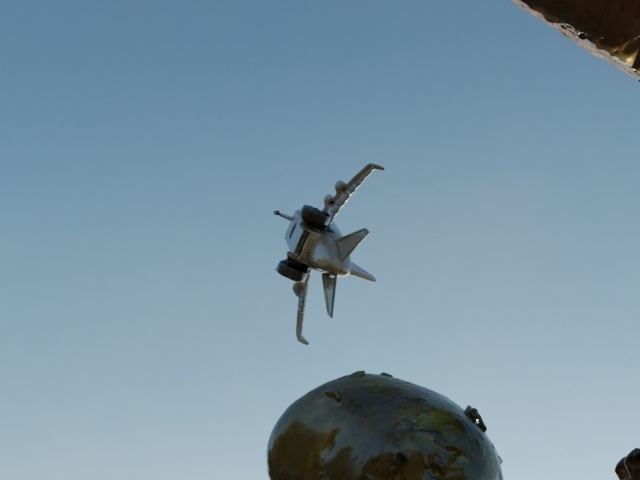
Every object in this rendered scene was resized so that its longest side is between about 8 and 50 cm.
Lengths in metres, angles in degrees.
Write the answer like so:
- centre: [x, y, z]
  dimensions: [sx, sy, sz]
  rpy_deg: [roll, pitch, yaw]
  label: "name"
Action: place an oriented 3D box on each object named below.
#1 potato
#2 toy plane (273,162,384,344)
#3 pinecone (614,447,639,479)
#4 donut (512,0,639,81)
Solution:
- centre: [0.047, 0.164, 0.590]
  dimensions: [0.176, 0.137, 0.137]
  rpy_deg: [20, -34, 49]
  label: "potato"
- centre: [-0.004, -0.001, 1.115]
  dimensions: [0.101, 0.255, 0.251]
  rpy_deg: [19, -78, -21]
  label: "toy plane"
- centre: [0.399, 0.320, 0.959]
  dimensions: [0.150, 0.195, 0.179]
  rpy_deg: [-8, -91, 60]
  label: "pinecone"
- centre: [0.261, -0.282, 0.830]
  dimensions: [0.317, 0.299, 0.150]
  rpy_deg: [46, -67, 31]
  label: "donut"
